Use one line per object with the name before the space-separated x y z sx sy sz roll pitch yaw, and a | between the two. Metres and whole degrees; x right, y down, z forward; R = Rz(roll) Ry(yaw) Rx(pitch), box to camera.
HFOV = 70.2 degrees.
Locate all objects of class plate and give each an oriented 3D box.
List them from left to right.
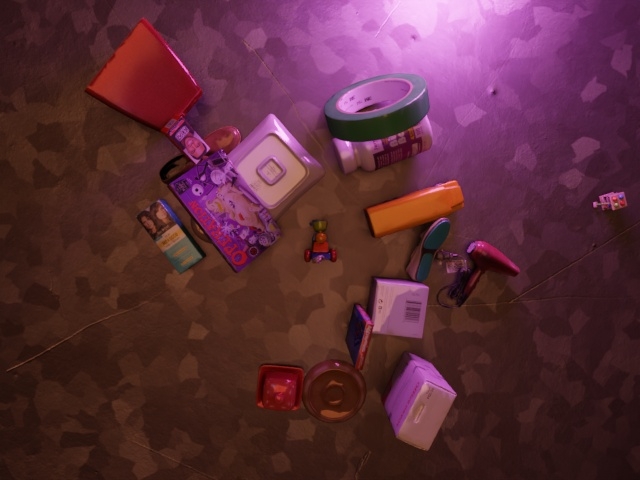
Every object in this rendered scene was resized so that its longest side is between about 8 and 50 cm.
plate | -0.168 -0.234 1.536 0.278 0.045 0.277 -44 103 1

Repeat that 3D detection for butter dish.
butter dish | -0.142 0.526 1.573 0.160 0.118 0.159 6 95 -3

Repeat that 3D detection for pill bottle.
pill bottle | 0.198 -0.327 1.499 0.302 0.169 0.169 -22 95 -1

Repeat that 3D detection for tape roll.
tape roll | 0.173 -0.419 1.421 0.322 0.321 0.077 -22 126 -1

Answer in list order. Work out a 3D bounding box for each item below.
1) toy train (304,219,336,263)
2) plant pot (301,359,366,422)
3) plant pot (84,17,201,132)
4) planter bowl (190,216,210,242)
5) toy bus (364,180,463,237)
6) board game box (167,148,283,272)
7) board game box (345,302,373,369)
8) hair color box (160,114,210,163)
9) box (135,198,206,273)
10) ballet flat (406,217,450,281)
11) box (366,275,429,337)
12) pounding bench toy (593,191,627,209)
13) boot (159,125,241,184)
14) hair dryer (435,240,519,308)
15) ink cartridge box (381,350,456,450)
toy train | 0.000 0.000 1.478 0.105 0.248 0.143 0 90 -2
plant pot | 0.048 0.545 1.626 0.237 0.032 0.236 0 94 -2
plant pot | -0.521 -0.478 1.428 0.236 0.267 0.267 39 92 -18
planter bowl | -0.363 -0.065 1.525 0.162 0.109 0.161 0 94 -2
toy bus | 0.320 -0.108 1.539 0.333 0.130 0.108 -17 95 -1
board game box | -0.296 -0.093 1.460 0.208 0.056 0.346 -41 107 -20
board game box | 0.123 0.304 1.485 0.027 0.281 0.144 12 94 -4
hair color box | -0.413 -0.309 1.397 0.072 0.043 0.141 -53 139 -12
box | -0.505 -0.014 1.547 0.101 0.060 0.244 -36 95 0
ballet flat | 0.359 0.022 1.555 0.086 0.086 0.248 19 111 -4
box | 0.261 0.226 1.567 0.182 0.119 0.180 7 94 -2
pounding bench toy | 1.015 -0.133 1.599 0.083 0.065 0.052 -17 95 -1
boot | -0.396 -0.277 1.507 0.305 0.115 0.112 -35 92 -1
hair dryer | 0.549 0.110 1.607 0.294 0.080 0.223 -9 108 5
ink cartridge box | 0.314 0.521 1.509 0.117 0.283 0.207 26 93 -4
